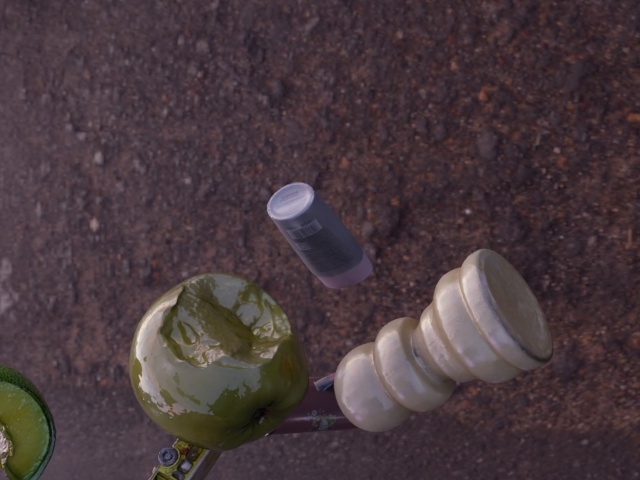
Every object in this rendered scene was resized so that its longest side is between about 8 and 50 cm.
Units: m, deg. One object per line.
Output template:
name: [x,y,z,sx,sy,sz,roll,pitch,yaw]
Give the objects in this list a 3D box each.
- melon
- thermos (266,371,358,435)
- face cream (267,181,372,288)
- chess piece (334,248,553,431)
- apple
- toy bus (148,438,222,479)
melon: [-0.561,0.290,1.489,0.169,0.129,0.265,36,157,58]
thermos: [0.039,0.310,1.656,0.109,0.330,0.136,17,103,62]
face cream: [0.000,0.000,1.497,0.107,0.269,0.073,-16,54,18]
chess piece: [0.142,0.153,1.123,0.300,0.167,0.167,-35,66,28]
apple: [-0.161,0.193,1.301,0.279,0.279,0.279,0,90,45]
toy bus: [-0.202,0.340,1.413,0.074,0.226,0.081,26,149,17]
